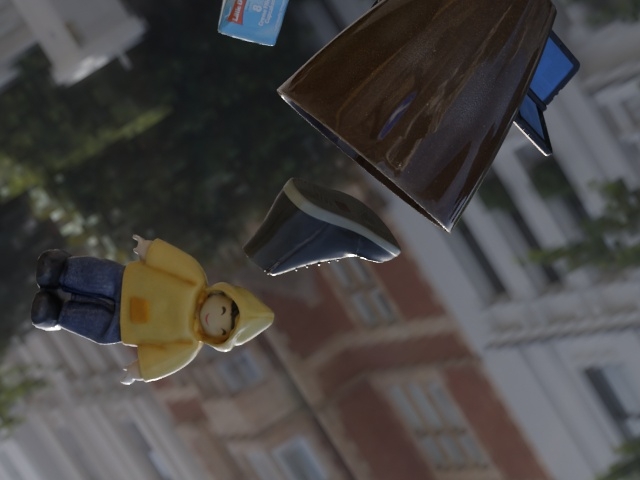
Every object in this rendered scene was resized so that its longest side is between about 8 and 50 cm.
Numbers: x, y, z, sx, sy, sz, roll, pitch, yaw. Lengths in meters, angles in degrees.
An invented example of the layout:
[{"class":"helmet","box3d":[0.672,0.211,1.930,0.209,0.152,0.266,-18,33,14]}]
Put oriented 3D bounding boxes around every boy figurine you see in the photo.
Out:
[{"class":"boy figurine","box3d":[-0.197,0.087,2.249,0.285,0.177,0.092,10,180,19]}]

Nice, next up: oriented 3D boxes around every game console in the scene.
[{"class":"game console","box3d":[0.303,-0.205,2.580,0.085,0.124,0.144,-24,147,21]}]

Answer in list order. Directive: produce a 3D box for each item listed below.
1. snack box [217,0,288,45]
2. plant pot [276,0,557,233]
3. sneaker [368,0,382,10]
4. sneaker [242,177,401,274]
[{"class":"snack box","box3d":[-0.023,-0.355,1.727,0.187,0.060,0.322,-92,-162,-68]},{"class":"plant pot","box3d":[0.114,-0.162,1.819,0.230,0.215,0.215,-50,-171,0]},{"class":"sneaker","box3d":[0.130,-0.302,2.353,0.267,0.106,0.101,-58,176,37]},{"class":"sneaker","box3d":[0.000,0.000,2.448,0.118,0.222,0.083,-48,-134,18]}]
